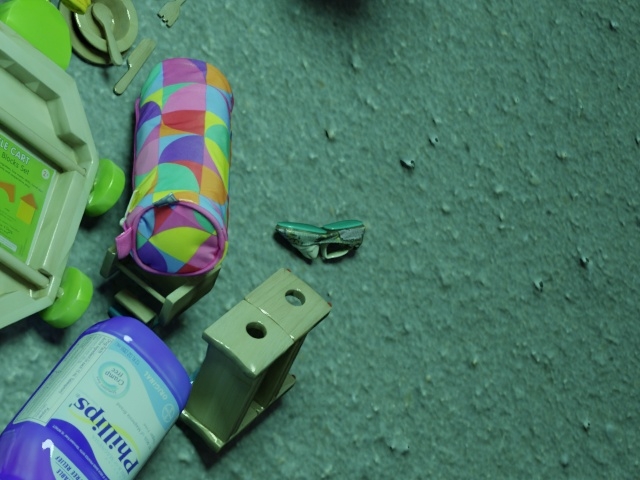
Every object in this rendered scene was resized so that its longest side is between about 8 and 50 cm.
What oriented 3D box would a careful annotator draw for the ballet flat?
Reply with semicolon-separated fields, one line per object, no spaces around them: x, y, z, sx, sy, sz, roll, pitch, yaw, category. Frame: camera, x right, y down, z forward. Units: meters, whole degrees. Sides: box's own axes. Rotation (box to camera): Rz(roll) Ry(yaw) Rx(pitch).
0.000;0.000;2.008;0.114;0.041;0.041;-2;78;-40;ballet flat

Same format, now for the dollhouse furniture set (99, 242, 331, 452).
-0.110;0.075;1.856;0.183;0.129;0.129;39;46;13;dollhouse furniture set

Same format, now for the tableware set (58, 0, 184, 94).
-0.188;-0.254;1.920;0.128;0.039;0.194;47;52;-20;tableware set

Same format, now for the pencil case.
-0.133;-0.070;1.821;0.104;0.104;0.236;38;31;-26;pencil case

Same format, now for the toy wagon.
-0.290;-0.090;1.741;0.267;0.068;0.344;39;53;-40;toy wagon

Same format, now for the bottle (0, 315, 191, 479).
-0.227;0.195;1.711;0.118;0.092;0.283;51;50;-18;bottle
